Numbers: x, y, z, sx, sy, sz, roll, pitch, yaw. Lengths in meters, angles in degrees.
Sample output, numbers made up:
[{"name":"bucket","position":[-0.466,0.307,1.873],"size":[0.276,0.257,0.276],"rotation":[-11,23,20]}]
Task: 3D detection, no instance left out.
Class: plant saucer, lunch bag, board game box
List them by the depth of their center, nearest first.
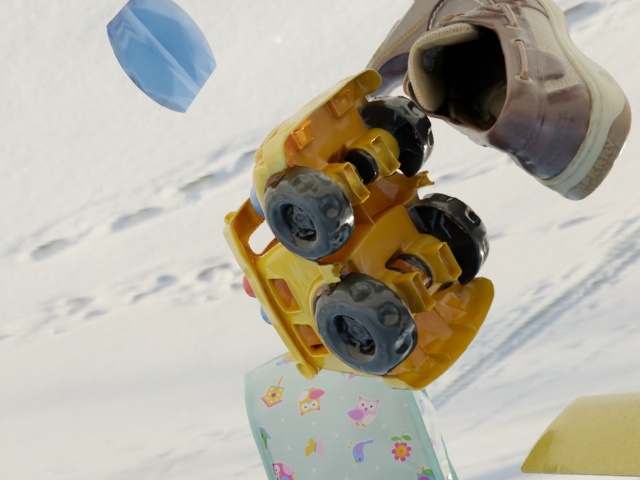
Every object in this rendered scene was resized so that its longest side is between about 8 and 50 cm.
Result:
[{"name":"plant saucer","position":[0.416,0.184,0.959],"size":[0.332,0.081,0.333],"rotation":[1,168,-20]},{"name":"board game box","position":[-0.198,-0.224,1.175],"size":[0.033,0.169,0.133],"rotation":[-28,116,35]},{"name":"lunch bag","position":[0.035,0.239,1.245],"size":[0.223,0.262,0.160],"rotation":[-25,150,9]}]

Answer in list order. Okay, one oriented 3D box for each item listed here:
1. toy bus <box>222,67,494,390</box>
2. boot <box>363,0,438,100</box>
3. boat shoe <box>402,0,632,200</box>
[{"name":"toy bus","position":[0.000,0.000,0.774],"size":[0.211,0.220,0.149],"rotation":[-9,-154,47]},{"name":"boot","position":[0.169,-0.193,1.160],"size":[0.090,0.206,0.248],"rotation":[-58,-175,-33]},{"name":"boat shoe","position":[0.133,-0.150,0.823],"size":[0.123,0.342,0.123],"rotation":[15,119,-19]}]
